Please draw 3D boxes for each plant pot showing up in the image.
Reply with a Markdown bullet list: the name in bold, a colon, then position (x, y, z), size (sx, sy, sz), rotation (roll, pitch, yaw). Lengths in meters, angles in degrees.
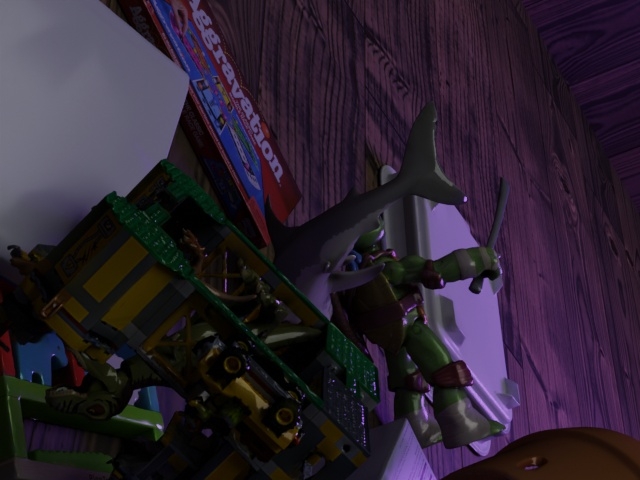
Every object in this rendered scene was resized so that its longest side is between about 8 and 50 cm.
- **plant pot**: position (0.220, 0.333, 1.478), size (0.203, 0.291, 0.291), rotation (10, 60, -47)

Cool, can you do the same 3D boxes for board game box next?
- **board game box**: position (-0.104, -0.138, 1.431), size (0.281, 0.027, 0.145), rotation (64, 21, -14)

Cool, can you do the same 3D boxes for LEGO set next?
- **LEGO set**: position (-0.100, 0.099, 0.856), size (0.255, 0.192, 0.331), rotation (44, 6, -12)

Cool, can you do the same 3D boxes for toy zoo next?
- **toy zoo**: position (-0.190, 0.043, 1.045), size (0.192, 0.030, 0.293), rotation (27, 46, -60)

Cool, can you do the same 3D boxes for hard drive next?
- **hard drive**: position (-0.227, -0.106, 0.941), size (0.318, 0.040, 0.210), rotation (38, 55, -40)

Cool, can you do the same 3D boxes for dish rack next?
- **dish rack**: position (0.171, 0.077, 1.849), size (0.285, 0.072, 0.333), rotation (49, 28, -41)

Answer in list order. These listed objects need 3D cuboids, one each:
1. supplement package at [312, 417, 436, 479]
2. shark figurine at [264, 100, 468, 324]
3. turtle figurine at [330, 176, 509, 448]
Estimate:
- **supplement package**: position (0.008, 0.275, 1.081), size (0.203, 0.194, 0.149), rotation (65, 22, -12)
- **shark figurine**: position (-0.001, -0.012, 1.346), size (0.166, 0.278, 0.116), rotation (-8, 58, -42)
- **turtle figurine**: position (0.129, 0.079, 1.566), size (0.274, 0.198, 0.266), rotation (-15, 89, -65)
